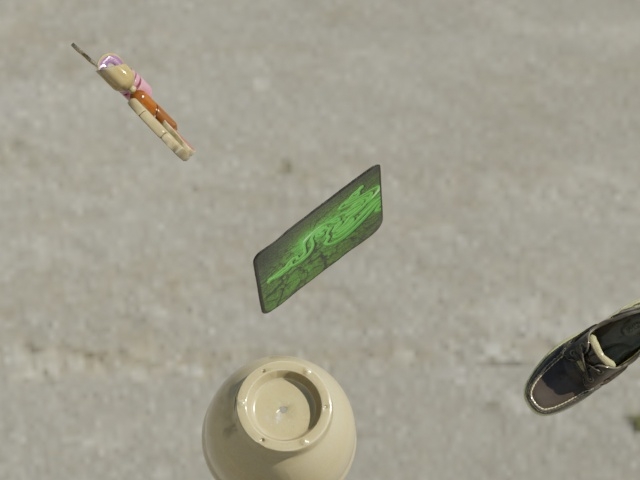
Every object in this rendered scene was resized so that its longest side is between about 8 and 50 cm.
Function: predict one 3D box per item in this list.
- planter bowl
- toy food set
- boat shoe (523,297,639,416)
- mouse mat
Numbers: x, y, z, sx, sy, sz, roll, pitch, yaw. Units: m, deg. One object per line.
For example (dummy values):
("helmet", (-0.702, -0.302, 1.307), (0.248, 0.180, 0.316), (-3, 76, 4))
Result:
("planter bowl", (-0.039, 0.185, 1.887), (0.162, 0.109, 0.162), (2, 66, -4))
("toy food set", (-0.127, -0.101, 1.339), (0.122, 0.019, 0.078), (46, 1, 14))
("boat shoe", (0.243, 0.099, 1.636), (0.152, 0.056, 0.049), (-39, -9, 0))
("mouse mat", (0.000, 0.000, 2.147), (0.189, 0.152, 0.007), (-38, 66, -16))
